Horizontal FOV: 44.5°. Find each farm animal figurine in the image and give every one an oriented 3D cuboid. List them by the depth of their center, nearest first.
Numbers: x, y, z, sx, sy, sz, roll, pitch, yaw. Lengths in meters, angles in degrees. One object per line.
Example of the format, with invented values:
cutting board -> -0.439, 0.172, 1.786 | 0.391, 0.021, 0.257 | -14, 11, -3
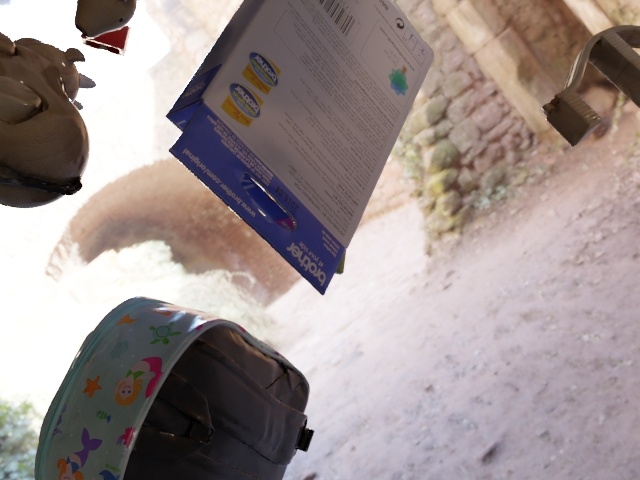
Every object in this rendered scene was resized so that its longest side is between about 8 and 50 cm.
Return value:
farm animal figurine -> -0.247, -0.150, 0.638 | 0.330, 0.172, 0.327 | -43, 48, 33

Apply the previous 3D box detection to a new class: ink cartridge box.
ink cartridge box -> -0.012, -0.124, 0.692 | 0.065, 0.186, 0.311 | -13, 42, 43

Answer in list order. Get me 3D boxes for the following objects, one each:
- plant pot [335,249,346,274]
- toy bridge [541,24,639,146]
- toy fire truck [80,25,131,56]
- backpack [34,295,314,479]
plant pot -> 0.000, 0.000, 0.889 | 0.083, 0.079, 0.083 | -1, -8, 0
toy bridge -> 0.227, -0.129, 0.586 | 0.188, 0.063, 0.026 | -27, -21, -30
toy fire truck -> -0.226, -0.280, 0.891 | 0.192, 0.047, 0.135 | -129, 53, -75
backpack -> -0.138, 0.171, 0.714 | 0.225, 0.191, 0.253 | -67, -25, -17
